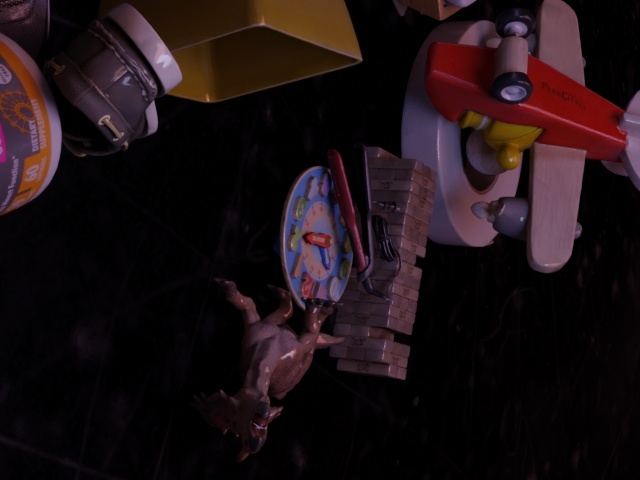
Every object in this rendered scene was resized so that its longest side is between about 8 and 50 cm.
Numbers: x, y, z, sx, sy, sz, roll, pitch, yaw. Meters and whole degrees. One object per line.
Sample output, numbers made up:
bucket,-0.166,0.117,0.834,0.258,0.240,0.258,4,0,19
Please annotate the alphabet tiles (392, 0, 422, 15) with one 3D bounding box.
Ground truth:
alphabet tiles,0.128,-0.528,1.737,0.342,0.011,0.285,54,49,-48

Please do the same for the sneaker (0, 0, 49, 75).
sneaker,-0.267,-0.252,0.935,0.101,0.153,0.268,-14,105,-29

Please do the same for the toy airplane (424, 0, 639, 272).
toy airplane,0.351,-0.177,1.773,0.386,0.272,0.384,-30,88,-40

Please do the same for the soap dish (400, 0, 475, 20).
soap dish,0.190,-0.505,1.718,0.229,0.118,0.290,-41,129,-50

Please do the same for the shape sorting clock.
shape sorting clock,0.000,0.000,1.558,0.206,0.040,0.206,-14,106,-59

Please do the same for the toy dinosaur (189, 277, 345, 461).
toy dinosaur,-0.065,0.159,1.400,0.296,0.127,0.200,13,90,-72

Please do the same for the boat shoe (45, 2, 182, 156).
boat shoe,-0.203,-0.129,1.018,0.091,0.305,0.109,-41,97,-15

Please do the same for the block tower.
block tower,0.096,0.033,1.677,0.091,0.097,0.335,23,73,-59

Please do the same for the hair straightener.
hair straightener,0.077,-0.026,1.573,0.089,0.047,0.230,-18,99,-19

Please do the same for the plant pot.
plant pot,-0.105,-0.272,1.199,0.212,0.212,0.187,4,77,-60

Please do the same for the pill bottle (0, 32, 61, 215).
pill bottle,-0.341,-0.060,0.843,0.278,0.162,0.162,-36,124,-53

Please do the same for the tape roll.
tape roll,0.253,-0.181,1.938,0.392,0.072,0.391,-15,107,-59
